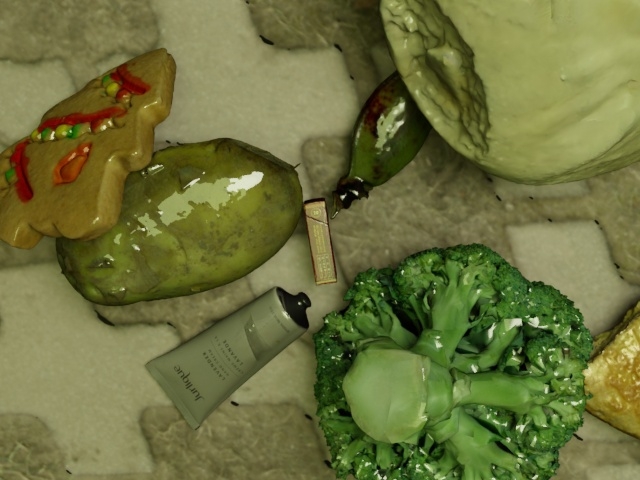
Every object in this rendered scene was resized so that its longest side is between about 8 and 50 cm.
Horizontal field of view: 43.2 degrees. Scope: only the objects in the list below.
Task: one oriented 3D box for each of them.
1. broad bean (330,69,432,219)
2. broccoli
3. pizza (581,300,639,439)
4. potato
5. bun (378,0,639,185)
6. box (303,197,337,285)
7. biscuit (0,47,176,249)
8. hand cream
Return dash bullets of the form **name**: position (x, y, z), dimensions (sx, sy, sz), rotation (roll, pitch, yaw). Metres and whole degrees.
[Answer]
- **broad bean**: position (0.113, -0.156, 0.777), dimensions (0.077, 0.061, 0.339), rotation (40, 98, -24)
- **broccoli**: position (0.104, 0.129, 0.719), dimensions (0.270, 0.270, 0.269), rotation (-2, 86, 26)
- **pizza**: position (0.402, 0.081, 0.801), dimensions (0.280, 0.075, 0.287), rotation (24, 95, -6)
- **potato**: position (-0.131, -0.017, 0.773), dimensions (0.251, 0.113, 0.149), rotation (-25, 117, 0)
- **bun**: position (0.228, -0.213, 0.646), dimensions (0.365, 0.202, 0.364), rotation (-11, 115, -24)
- **box**: position (0.000, 0.000, 0.806), dimensions (0.023, 0.051, 0.081), rotation (-9, 97, 1)
- **biscuit**: position (-0.219, -0.094, 0.753), dimensions (0.238, 0.212, 0.041), rotation (-55, 134, -15)
- **hand cream**: position (-0.086, 0.111, 0.827), dimensions (0.186, 0.054, 0.087), rotation (-37, 91, 12)
